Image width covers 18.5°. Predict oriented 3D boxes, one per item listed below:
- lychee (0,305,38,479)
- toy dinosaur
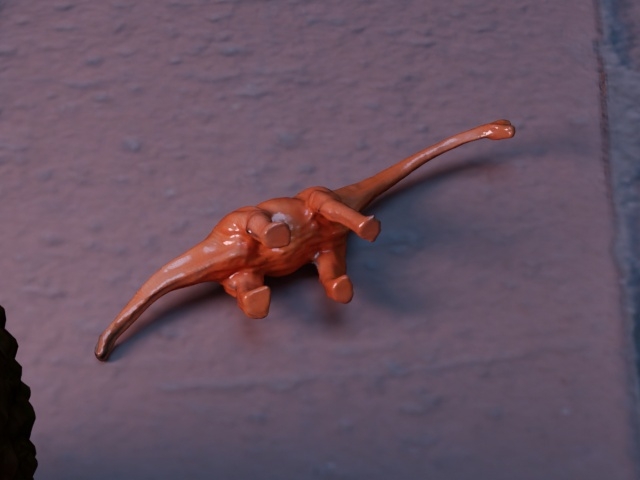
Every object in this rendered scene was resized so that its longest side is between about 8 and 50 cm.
[{"bbox_3d":[-0.230,0.113,0.817,0.236,0.271,0.236,37,23,-19],"label":"lychee"},{"bbox_3d":[-0.001,-0.006,1.083,0.279,0.055,0.101,-19,24,-18],"label":"toy dinosaur"}]
